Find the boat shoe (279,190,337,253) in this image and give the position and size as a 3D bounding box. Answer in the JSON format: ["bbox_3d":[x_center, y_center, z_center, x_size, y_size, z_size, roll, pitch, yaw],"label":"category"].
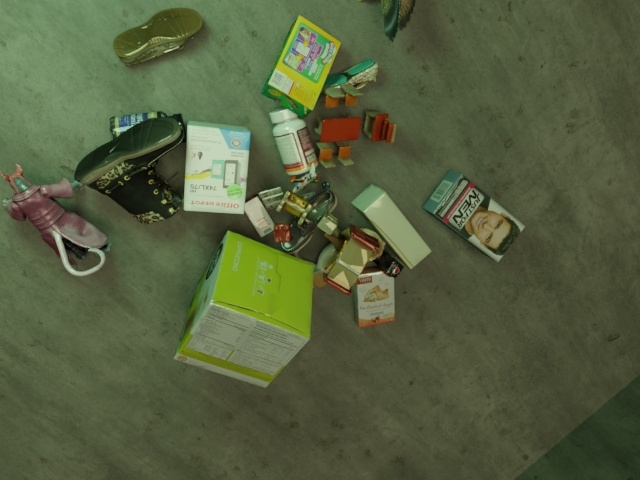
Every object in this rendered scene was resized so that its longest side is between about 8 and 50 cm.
[{"bbox_3d":[-0.051,-0.074,1.808,0.103,0.092,0.285,43,89,15],"label":"boat shoe"}]

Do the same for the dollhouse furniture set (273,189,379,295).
[{"bbox_3d":[0.000,0.000,1.714,0.374,0.152,0.201,32,103,-3],"label":"dollhouse furniture set"}]

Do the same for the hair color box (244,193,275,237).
[{"bbox_3d":[-0.224,-0.090,1.804,0.072,0.043,0.141,-30,110,-3],"label":"hair color box"}]

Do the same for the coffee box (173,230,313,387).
[{"bbox_3d":[-0.248,0.234,1.685,0.338,0.338,0.334,24,127,-18],"label":"coffee box"}]

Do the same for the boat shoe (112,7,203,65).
[{"bbox_3d":[-0.503,-0.637,1.552,0.285,0.089,0.105,-24,85,-8],"label":"boat shoe"}]

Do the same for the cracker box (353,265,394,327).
[{"bbox_3d":[0.215,0.223,1.996,0.155,0.067,0.232,-8,108,-12],"label":"cracker box"}]

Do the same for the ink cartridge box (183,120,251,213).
[{"bbox_3d":[-0.345,-0.243,1.643,0.198,0.197,0.270,3,107,-14],"label":"ink cartridge box"}]

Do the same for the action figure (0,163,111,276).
[{"bbox_3d":[-0.858,-0.065,1.548,0.248,0.276,0.370,-30,125,3],"label":"action figure"}]

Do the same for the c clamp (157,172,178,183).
[{"bbox_3d":[-0.590,-0.233,1.684,0.137,0.022,0.160,-45,113,8],"label":"c clamp"}]

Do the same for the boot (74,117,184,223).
[{"bbox_3d":[-0.533,-0.206,1.565,0.377,0.138,0.284,-24,139,13],"label":"boot"}]

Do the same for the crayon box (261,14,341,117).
[{"bbox_3d":[-0.060,-0.566,1.620,0.165,0.081,0.278,27,74,-19],"label":"crayon box"}]

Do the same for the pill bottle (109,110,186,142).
[{"bbox_3d":[-0.551,-0.350,1.600,0.219,0.123,0.123,-10,109,-11],"label":"pill bottle"}]

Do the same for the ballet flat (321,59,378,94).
[{"bbox_3d":[0.094,-0.548,1.722,0.241,0.091,0.077,-22,133,-2],"label":"ballet flat"}]

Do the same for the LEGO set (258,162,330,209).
[{"bbox_3d":[-0.090,-0.186,1.741,0.244,0.182,0.060,-16,75,0],"label":"LEGO set"}]

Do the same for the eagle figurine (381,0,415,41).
[{"bbox_3d":[0.212,-0.829,1.611,0.226,0.225,0.298,-44,101,-9],"label":"eagle figurine"}]

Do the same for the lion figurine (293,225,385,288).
[{"bbox_3d":[0.040,0.072,1.887,0.392,0.142,0.240,-41,120,16],"label":"lion figurine"}]

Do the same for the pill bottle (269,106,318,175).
[{"bbox_3d":[-0.094,-0.347,1.714,0.121,0.121,0.221,-21,110,-7],"label":"pill bottle"}]

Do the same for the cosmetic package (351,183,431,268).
[{"bbox_3d":[0.268,-0.053,1.875,0.113,0.160,0.309,-42,111,2],"label":"cosmetic package"}]

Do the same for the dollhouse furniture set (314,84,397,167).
[{"bbox_3d":[0.117,-0.385,1.708,0.259,0.135,0.262,-11,128,-25],"label":"dollhouse furniture set"}]

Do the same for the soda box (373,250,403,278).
[{"bbox_3d":[0.256,0.086,1.908,0.053,0.169,0.060,28,99,-21],"label":"soda box"}]

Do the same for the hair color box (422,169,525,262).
[{"bbox_3d":[0.609,-0.094,1.969,0.374,0.113,0.185,33,97,-21],"label":"hair color box"}]
